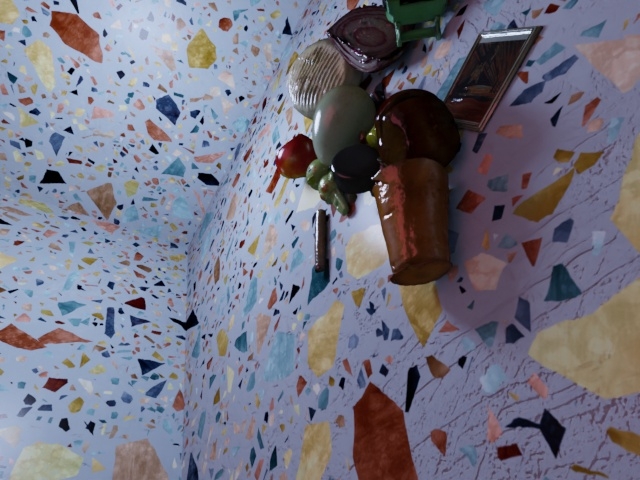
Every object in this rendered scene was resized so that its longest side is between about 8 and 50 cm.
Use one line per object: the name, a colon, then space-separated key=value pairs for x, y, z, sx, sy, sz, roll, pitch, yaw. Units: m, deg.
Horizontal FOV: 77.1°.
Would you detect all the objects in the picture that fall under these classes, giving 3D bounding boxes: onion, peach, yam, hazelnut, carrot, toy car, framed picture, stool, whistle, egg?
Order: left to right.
peach: x=-0.107 y=-0.368 z=1.771 sx=0.190 sy=0.190 sz=0.193 roll=1 pitch=91 yaw=61
yam: x=0.000 y=0.000 z=1.477 sx=0.046 sy=0.046 sz=0.264 roll=-39 pitch=41 yaw=44
whistle: x=0.019 y=-0.203 z=1.487 sx=0.141 sy=0.141 sz=0.294 roll=-50 pitch=33 yaw=32
egg: x=0.076 y=-0.405 z=1.432 sx=0.218 sy=0.218 sz=0.296 roll=32 pitch=99 yaw=62
stool: x=0.137 y=-0.200 z=1.257 sx=0.227 sy=0.139 sz=0.153 roll=27 pitch=66 yaw=33
onion: x=0.209 y=-0.736 z=1.482 sx=0.280 sy=0.146 sz=0.314 roll=-40 pitch=60 yaw=-15
toy car: x=0.309 y=-0.813 z=1.332 sx=0.213 sy=0.177 sz=0.359 roll=-6 pitch=48 yaw=10
carrot: x=0.226 y=-0.041 z=0.957 sx=0.196 sy=0.195 sz=0.255 roll=-36 pitch=46 yaw=46
hazelnut: x=0.257 y=-0.279 z=1.068 sx=0.217 sy=0.216 sz=0.252 roll=-50 pitch=43 yaw=31
framed picture: x=0.419 y=-0.424 z=1.051 sx=0.274 sy=0.015 sz=0.216 roll=-63 pitch=28 yaw=11

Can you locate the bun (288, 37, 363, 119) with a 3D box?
bun: x=0.029 y=-0.660 z=1.694 sx=0.361 sy=0.234 sz=0.327 roll=4 pitch=82 yaw=42

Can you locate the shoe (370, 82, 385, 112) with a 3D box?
shoe: x=0.202 y=-0.528 z=1.473 sx=0.062 sy=0.053 sz=0.160 roll=-33 pitch=41 yaw=43

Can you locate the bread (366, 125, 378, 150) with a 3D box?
bread: x=0.215 y=-0.323 z=1.237 sx=0.115 sy=0.129 sz=0.111 roll=-62 pitch=9 yaw=-4

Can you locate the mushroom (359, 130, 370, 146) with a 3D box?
mushroom: x=0.171 y=-0.312 z=1.346 sx=0.126 sy=0.084 sz=0.110 roll=-38 pitch=67 yaw=48
